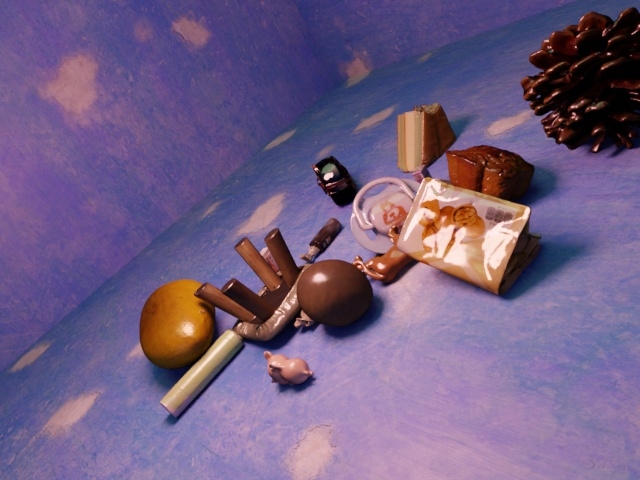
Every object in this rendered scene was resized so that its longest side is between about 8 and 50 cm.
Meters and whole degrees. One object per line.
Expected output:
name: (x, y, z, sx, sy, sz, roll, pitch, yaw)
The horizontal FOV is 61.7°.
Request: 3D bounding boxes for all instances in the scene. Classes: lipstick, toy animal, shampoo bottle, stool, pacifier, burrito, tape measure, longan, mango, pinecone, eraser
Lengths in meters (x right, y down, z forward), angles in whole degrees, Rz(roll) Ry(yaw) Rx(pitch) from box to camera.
lipstick: (-0.359, 0.402, 1.646, 0.304, 0.076, 0.076, -47, 27, -26)
toy animal: (0.233, 0.038, 1.577, 0.312, 0.097, 0.157, -38, 30, -5)
toy animal: (-0.084, 0.341, 1.416, 0.150, 0.083, 0.089, 6, 31, 39)
shampoo bottle: (0.001, 0.001, 1.969, 0.063, 0.057, 0.208, -5, 36, 46)
stool: (-0.194, 0.137, 1.708, 0.310, 0.226, 0.310, -11, 35, 55)
pacifier: (0.229, -0.081, 1.745, 0.279, 0.227, 0.207, -30, -17, 1)
burrito: (0.008, 0.167, 1.651, 0.082, 0.059, 0.275, -18, 27, 45)
tape measure: (0.057, -0.244, 2.184, 0.135, 0.202, 0.223, -32, 9, 7)
longan: (0.035, 0.145, 1.499, 0.220, 0.196, 0.196, 7, 45, 39)
mango: (-0.471, 0.285, 1.808, 0.301, 0.220, 0.445, -53, 28, -11)
pinecone: (0.778, -0.423, 1.471, 0.397, 0.398, 0.398, -27, 25, 14)
eraser: (-0.179, 0.087, 1.952, 0.029, 0.122, 0.052, -14, 31, 31)

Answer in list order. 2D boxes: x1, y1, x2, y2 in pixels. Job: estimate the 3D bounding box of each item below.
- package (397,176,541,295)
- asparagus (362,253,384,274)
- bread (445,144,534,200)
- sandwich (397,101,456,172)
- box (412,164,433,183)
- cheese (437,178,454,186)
package: (0.388, -0.008, 1.380, 0.311, 0.165, 0.221, 24, 94, 42)
asparagus: (0.126, 0.112, 1.654, 0.233, 0.023, 0.022, -46, -18, -27)
bread: (0.502, -0.204, 1.566, 0.232, 0.135, 0.247, -9, 25, -22)
sandwich: (0.382, -0.412, 2.098, 0.227, 0.198, 0.155, -44, 27, -24)
box: (0.360, -0.196, 1.820, 0.036, 0.117, 0.050, -15, 32, 43)
cheese: (0.400, -0.137, 1.655, 0.286, 0.163, 0.082, -44, -20, -59)
